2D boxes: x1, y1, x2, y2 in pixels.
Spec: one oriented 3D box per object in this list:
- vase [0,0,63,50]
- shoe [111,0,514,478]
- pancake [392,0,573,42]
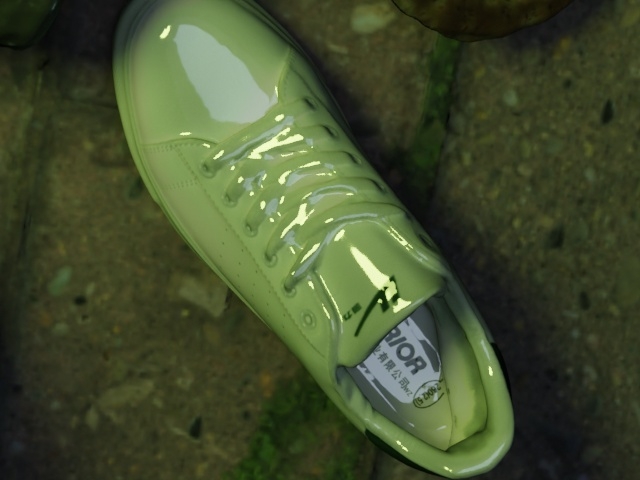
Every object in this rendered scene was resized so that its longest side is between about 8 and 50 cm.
[{"bbox_3d":[-0.272,-0.219,1.087,0.291,0.245,0.245,16,96,-18],"label":"vase"},{"bbox_3d":[0.000,0.000,1.208,0.132,0.160,0.363,-36,105,-5],"label":"shoe"},{"bbox_3d":[0.103,-0.246,1.218,0.250,0.031,0.250,-4,97,-32],"label":"pancake"}]
